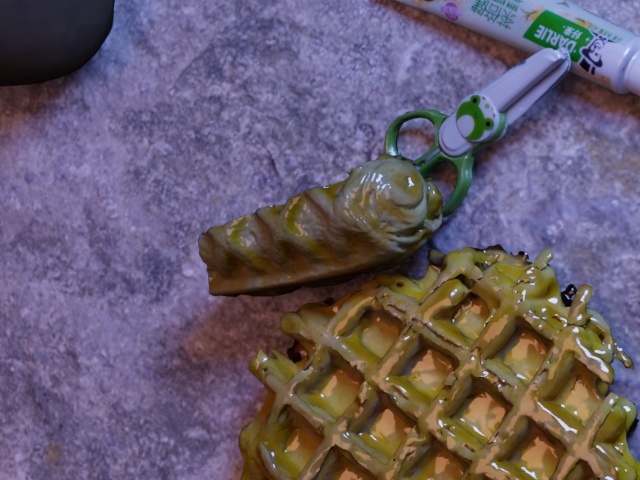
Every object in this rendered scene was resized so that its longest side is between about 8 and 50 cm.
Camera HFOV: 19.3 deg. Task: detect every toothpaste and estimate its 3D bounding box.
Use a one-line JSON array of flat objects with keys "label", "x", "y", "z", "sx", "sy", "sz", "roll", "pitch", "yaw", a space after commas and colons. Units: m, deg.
[{"label": "toothpaste", "x": 0.180, "y": -0.195, "z": 1.638, "sx": 0.314, "sy": 0.056, "sz": 0.058, "roll": 30, "pitch": 62, "yaw": 29}]

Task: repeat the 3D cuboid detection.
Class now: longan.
[{"label": "longan", "x": -0.317, "y": -0.247, "z": 1.823, "sx": 0.246, "sy": 0.246, "sz": 0.215, "roll": 31, "pitch": 87, "yaw": 27}]

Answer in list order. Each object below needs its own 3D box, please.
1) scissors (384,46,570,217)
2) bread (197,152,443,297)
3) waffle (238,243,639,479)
[{"label": "scissors", "x": 0.140, "y": -0.103, "z": 1.636, "sx": 0.204, "sy": 0.027, "sz": 0.101, "roll": -38, "pitch": 70, "yaw": 36}, {"label": "bread", "x": 0.000, "y": 0.000, "z": 1.655, "sx": 0.232, "sy": 0.128, "sz": 0.088, "roll": -21, "pitch": 65, "yaw": 33}, {"label": "waffle", "x": 0.100, "y": 0.198, "z": 1.623, "sx": 0.382, "sy": 0.095, "sz": 0.379, "roll": -18, "pitch": 75, "yaw": 24}]
